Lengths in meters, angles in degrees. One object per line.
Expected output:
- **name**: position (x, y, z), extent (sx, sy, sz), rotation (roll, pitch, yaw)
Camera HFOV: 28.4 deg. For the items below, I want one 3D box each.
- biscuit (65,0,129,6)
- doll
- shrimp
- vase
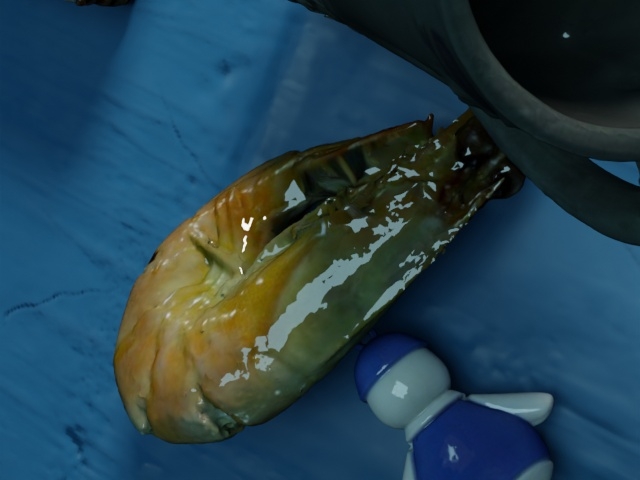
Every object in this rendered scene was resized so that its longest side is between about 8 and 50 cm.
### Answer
- **biscuit**: position (-0.253, -0.248, 0.748), extent (0.388, 0.073, 0.107), rotation (26, 105, 24)
- **doll**: position (0.063, 0.095, 0.611), extent (0.099, 0.057, 0.143), rotation (-43, 72, -1)
- **shrimp**: position (0.000, -0.001, 0.630), extent (0.267, 0.061, 0.145), rotation (-38, 42, 20)
- **vase**: position (0.060, -0.120, 0.491), extent (0.156, 0.301, 0.251), rotation (-28, 113, -12)
